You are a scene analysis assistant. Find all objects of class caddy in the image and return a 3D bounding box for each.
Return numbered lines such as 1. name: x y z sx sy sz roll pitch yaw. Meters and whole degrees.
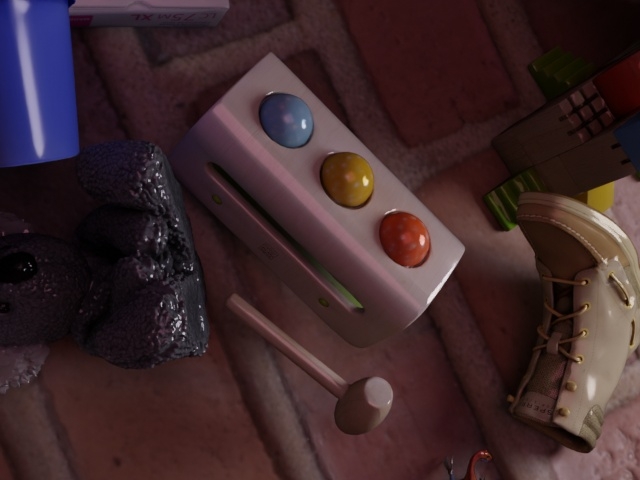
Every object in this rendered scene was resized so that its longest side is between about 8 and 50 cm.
1. caddy: -0.318 -0.146 0.820 0.241 0.341 0.179 -7 99 -18

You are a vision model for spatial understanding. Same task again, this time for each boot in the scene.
1. boot: 0.249 0.089 1.066 0.262 0.095 0.203 44 70 -41

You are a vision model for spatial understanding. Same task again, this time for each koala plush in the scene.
1. koala plush: -0.221 0.041 0.917 0.221 0.203 0.196 -11 75 0

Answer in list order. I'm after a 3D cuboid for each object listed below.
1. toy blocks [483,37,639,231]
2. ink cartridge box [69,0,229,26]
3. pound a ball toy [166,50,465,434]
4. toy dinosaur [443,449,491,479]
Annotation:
1. toy blocks: 0.369 -0.168 1.097 0.381 0.261 0.191 -34 93 -22
2. ink cartridge box: -0.203 -0.369 1.035 0.185 0.065 0.311 -5 85 -22
3. pound a ball toy: 0.000 0.000 0.977 0.319 0.135 0.208 45 54 -7
4. toy dinosaur: 0.158 0.257 1.049 0.047 0.090 0.082 0 125 -10
